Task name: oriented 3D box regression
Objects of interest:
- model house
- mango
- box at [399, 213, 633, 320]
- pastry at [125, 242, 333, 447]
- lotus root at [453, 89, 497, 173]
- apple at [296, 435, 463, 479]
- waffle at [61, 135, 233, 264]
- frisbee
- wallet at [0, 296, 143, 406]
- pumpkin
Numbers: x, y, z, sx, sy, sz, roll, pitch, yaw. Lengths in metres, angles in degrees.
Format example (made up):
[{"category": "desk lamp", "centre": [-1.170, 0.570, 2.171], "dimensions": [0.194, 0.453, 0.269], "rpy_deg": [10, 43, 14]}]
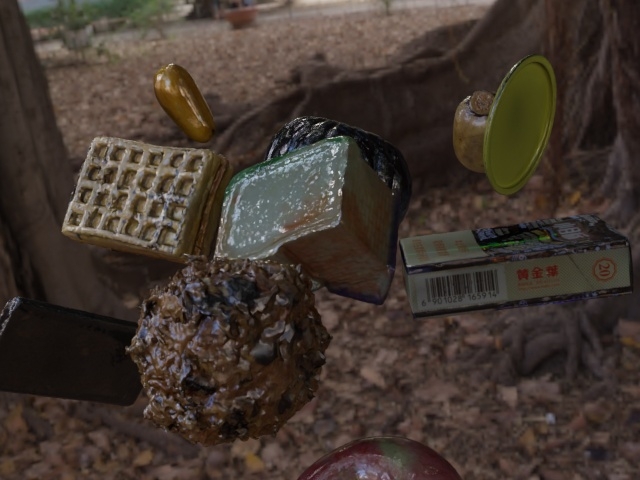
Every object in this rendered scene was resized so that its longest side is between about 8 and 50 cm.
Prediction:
[{"category": "model house", "centre": [0.000, 0.000, 1.821], "dimensions": [0.312, 0.280, 0.245], "rpy_deg": [-18, 51, 29]}, {"category": "mango", "centre": [-0.282, -0.285, 2.007], "dimensions": [0.090, 0.178, 0.115], "rpy_deg": [-36, 16, -1]}, {"category": "box", "centre": [0.275, 0.036, 1.404], "dimensions": [0.310, 0.084, 0.198], "rpy_deg": [-7, 11, 3]}, {"category": "pastry", "centre": [-0.123, 0.136, 1.243], "dimensions": [0.275, 0.275, 0.193], "rpy_deg": [-19, 24, -33]}, {"category": "lotus root", "centre": [0.305, -0.184, 1.743], "dimensions": [0.125, 0.221, 0.118], "rpy_deg": [2, 57, 19]}, {"category": "apple", "centre": [0.100, 0.509, 1.664], "dimensions": [0.344, 0.269, 0.345], "rpy_deg": [-13, 41, 12]}, {"category": "waffle", "centre": [-0.384, -0.095, 2.136], "dimensions": [0.376, 0.261, 0.114], "rpy_deg": [9, -13, 34]}, {"category": "frisbee", "centre": [0.327, -0.189, 1.576], "dimensions": [0.017, 0.236, 0.236], "rpy_deg": [20, 30, 34]}, {"category": "wallet", "centre": [-0.419, 0.194, 1.642], "dimensions": [0.321, 0.170, 0.044], "rpy_deg": [19, 15, -44]}, {"category": "pumpkin", "centre": [0.038, -0.137, 2.223], "dimensions": [0.363, 0.266, 0.363], "rpy_deg": [17, 0, 0]}]
